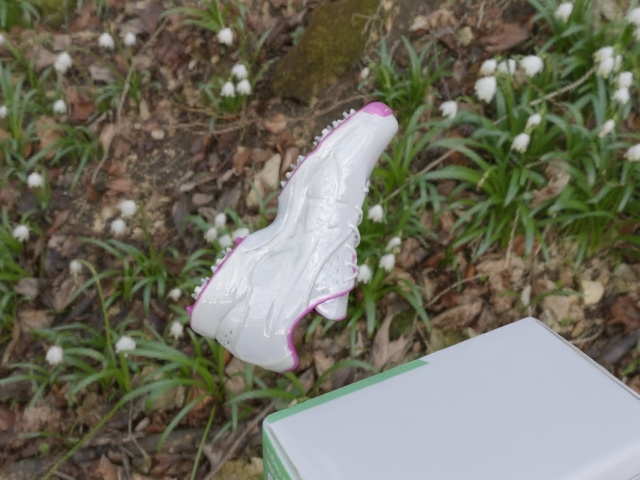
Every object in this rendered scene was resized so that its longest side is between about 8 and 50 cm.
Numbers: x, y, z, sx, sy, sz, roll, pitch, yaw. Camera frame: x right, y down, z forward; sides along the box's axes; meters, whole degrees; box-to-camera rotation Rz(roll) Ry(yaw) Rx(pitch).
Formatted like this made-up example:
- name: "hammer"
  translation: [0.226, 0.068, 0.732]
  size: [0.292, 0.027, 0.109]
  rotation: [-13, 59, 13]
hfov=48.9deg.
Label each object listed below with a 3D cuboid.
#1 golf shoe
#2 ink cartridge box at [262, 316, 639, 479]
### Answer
- name: "golf shoe"
  translation: [0.000, 0.000, 0.734]
  size: [0.140, 0.115, 0.306]
  rotation: [37, 90, 8]
- name: "ink cartridge box"
  translation: [0.078, 0.222, 0.461]
  size: [0.211, 0.289, 0.121]
  rotation: [-15, 35, -26]
